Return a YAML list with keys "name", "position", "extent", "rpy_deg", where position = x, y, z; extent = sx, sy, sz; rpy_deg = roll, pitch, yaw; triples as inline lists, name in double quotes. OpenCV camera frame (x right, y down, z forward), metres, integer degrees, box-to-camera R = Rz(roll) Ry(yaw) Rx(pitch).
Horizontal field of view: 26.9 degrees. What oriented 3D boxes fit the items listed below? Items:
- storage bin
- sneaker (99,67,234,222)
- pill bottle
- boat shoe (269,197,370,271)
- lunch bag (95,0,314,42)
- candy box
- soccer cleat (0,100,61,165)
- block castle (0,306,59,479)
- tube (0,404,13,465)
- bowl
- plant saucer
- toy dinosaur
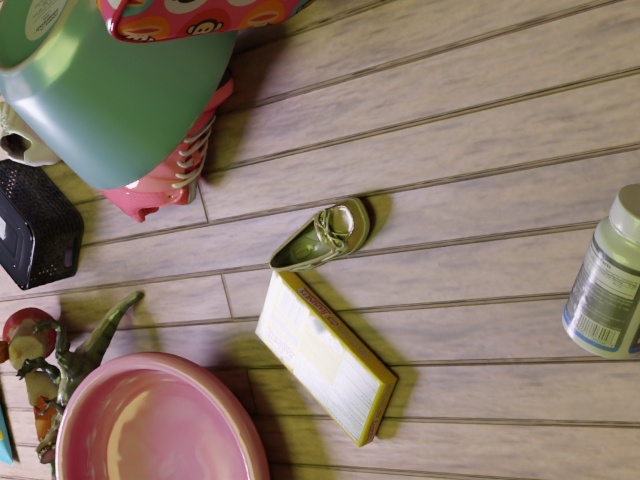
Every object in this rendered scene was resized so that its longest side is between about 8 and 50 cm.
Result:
- name: "storage bin"
  position: [-0.434, -0.028, 1.965]
  extent: [0.180, 0.084, 0.122]
  rpy_deg: [44, 134, 31]
- name: "sneaker"
  position: [-0.176, -0.115, 1.619]
  extent: [0.136, 0.116, 0.314]
  rpy_deg: [53, 142, -7]
- name: "pill bottle"
  position: [0.260, 0.026, 1.131]
  extent: [0.078, 0.078, 0.137]
  rpy_deg: [41, 132, 34]
- name: "boat shoe"
  position: [-0.001, -0.002, 1.467]
  extent: [0.153, 0.048, 0.056]
  rpy_deg: [-29, 81, 52]
- name: "lunch bag"
  position: [-0.066, -0.308, 1.232]
  extent: [0.120, 0.293, 0.258]
  rpy_deg: [58, 136, 16]
- name: "candy box"
  position: [0.002, 0.130, 1.531]
  extent: [0.206, 0.027, 0.105]
  rpy_deg: [45, 137, 31]
- name: "soccer cleat"
  position: [-0.439, -0.155, 1.927]
  extent: [0.196, 0.076, 0.068]
  rpy_deg: [27, 123, 43]
- name: "block castle"
  position: [-0.505, 0.342, 2.005]
  extent: [0.213, 0.303, 0.453]
  rpy_deg: [-145, 46, -78]
- name: "tube"
  position: [-0.569, 0.284, 2.287]
  extent: [0.080, 0.052, 0.207]
  rpy_deg: [10, 117, 56]
- name: "bowl"
  position: [-0.246, -0.228, 1.474]
  extent: [0.311, 0.163, 0.311]
  rpy_deg: [-30, 47, 38]
- name: "plant saucer"
  position: [-0.193, 0.304, 1.728]
  extent: [0.332, 0.084, 0.332]
  rpy_deg: [3, 97, 31]
- name: "toy dinosaur"
  position: [-0.351, 0.170, 1.853]
  extent: [0.118, 0.064, 0.268]
  rpy_deg: [25, 92, 6]
